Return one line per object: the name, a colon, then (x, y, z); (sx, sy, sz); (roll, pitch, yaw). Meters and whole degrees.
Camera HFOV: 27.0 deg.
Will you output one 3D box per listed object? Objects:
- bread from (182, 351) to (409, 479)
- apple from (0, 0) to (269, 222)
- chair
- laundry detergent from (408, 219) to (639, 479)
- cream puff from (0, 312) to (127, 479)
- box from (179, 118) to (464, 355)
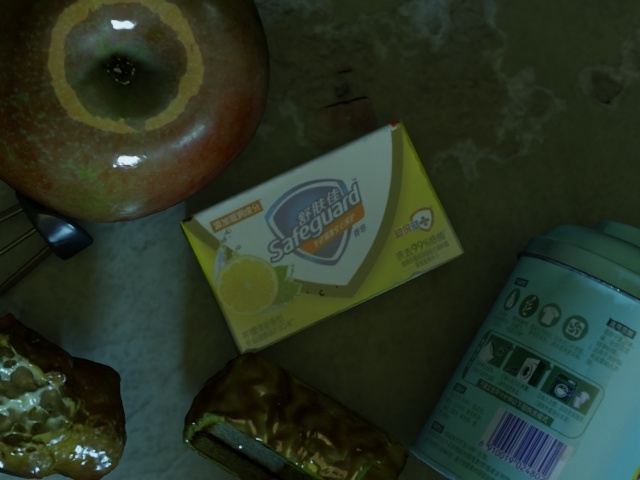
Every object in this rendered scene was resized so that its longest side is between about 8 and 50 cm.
bread: (-0.030, 0.210, 1.386); (0.222, 0.181, 0.096); (32, 62, -1)
apple: (-0.209, -0.173, 1.337); (0.319, 0.277, 0.319); (0, 86, -6)
chair: (-0.358, 0.019, 1.419); (0.222, 0.104, 0.095); (-31, 73, -1)
laundry detergent: (0.285, 0.153, 1.349); (0.287, 0.287, 0.305); (31, 87, -2)
cream puff: (-0.326, 0.157, 1.336); (0.269, 0.241, 0.154); (38, 68, -39)
box: (0.000, 0.000, 1.434); (0.265, 0.097, 0.168); (-23, 89, -4)
